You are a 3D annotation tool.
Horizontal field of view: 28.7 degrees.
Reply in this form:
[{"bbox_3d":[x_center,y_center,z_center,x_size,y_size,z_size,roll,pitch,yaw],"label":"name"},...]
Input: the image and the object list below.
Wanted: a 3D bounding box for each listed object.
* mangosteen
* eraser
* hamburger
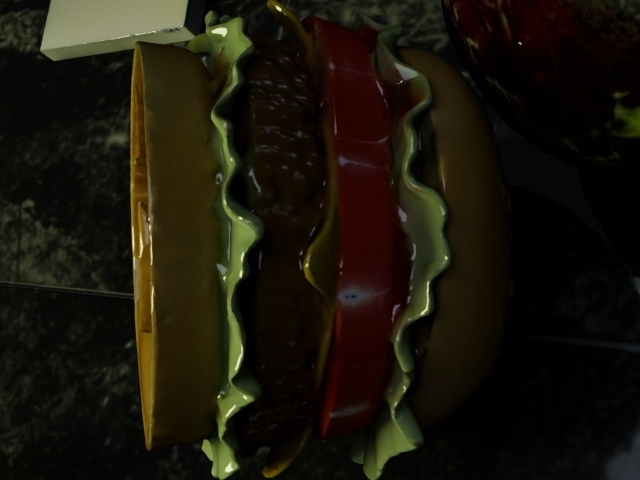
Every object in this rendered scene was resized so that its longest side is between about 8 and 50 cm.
[{"bbox_3d":[0.185,-0.173,0.661,0.288,0.288,0.288,-11,66,26],"label":"mangosteen"},{"bbox_3d":[-0.159,-0.204,1.023,0.150,0.023,0.104,-3,69,29],"label":"eraser"},{"bbox_3d":[0.000,0.000,0.719,0.212,0.274,0.275,-2,65,-10],"label":"hamburger"}]
